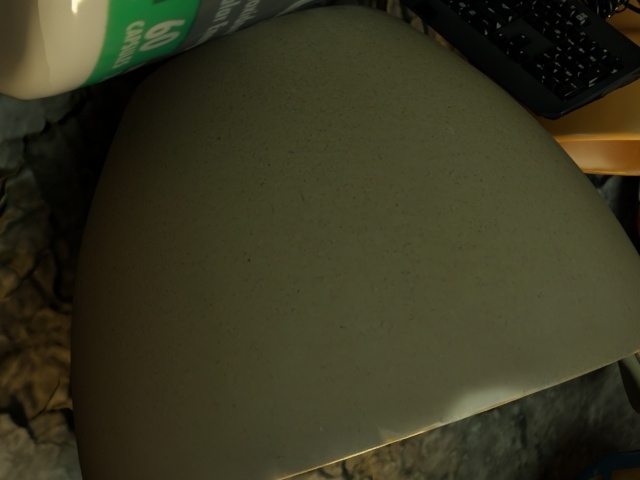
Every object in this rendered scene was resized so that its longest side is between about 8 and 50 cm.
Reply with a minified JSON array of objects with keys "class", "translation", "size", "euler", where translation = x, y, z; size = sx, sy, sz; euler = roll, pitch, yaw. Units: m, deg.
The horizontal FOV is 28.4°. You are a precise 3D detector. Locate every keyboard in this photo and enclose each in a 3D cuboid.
[{"class":"keyboard","translation":[0.090,-0.142,0.648],"size":[0.100,0.192,0.038],"euler":[-27,146,-25]}]

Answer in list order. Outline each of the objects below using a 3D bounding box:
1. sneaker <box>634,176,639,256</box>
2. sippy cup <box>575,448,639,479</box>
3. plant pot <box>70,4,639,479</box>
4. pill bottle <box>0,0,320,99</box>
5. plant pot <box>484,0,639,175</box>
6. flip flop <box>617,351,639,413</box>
[{"class":"sneaker","translation":[0.247,-0.001,0.914],"size":[0.061,0.065,0.157],"euler":[1,86,-9]},{"class":"sippy cup","translation":[0.254,0.273,0.885],"size":[0.305,0.240,0.224],"euler":[54,39,-54]},{"class":"plant pot","translation":[0.000,0.000,0.608],"size":[0.284,0.284,0.191],"euler":[-15,84,-33]},{"class":"pill bottle","translation":[-0.004,-0.210,0.542],"size":[0.361,0.204,0.204],"euler":[-26,120,-27]},{"class":"plant pot","translation":[0.199,-0.140,0.743],"size":[0.205,0.205,0.187],"euler":[4,88,-38]},{"class":"flip flop","translation":[0.163,0.041,0.834],"size":[0.080,0.112,0.277],"euler":[-24,147,21]}]
